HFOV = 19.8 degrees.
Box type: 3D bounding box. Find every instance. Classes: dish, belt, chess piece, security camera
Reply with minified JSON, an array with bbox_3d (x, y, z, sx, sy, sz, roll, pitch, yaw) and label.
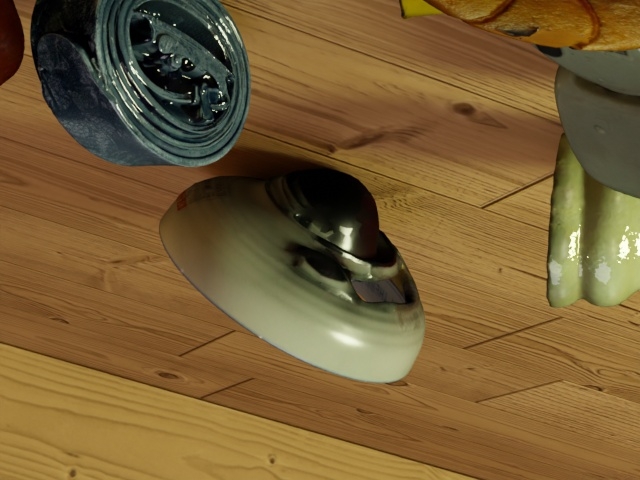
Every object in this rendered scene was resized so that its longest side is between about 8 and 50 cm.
[{"bbox_3d":[0.000,0.000,1.705,0.273,0.134,0.273,29,-161,-11],"label":"dish"},{"bbox_3d":[-0.130,-0.131,1.356,0.082,0.141,0.190,-1,156,35],"label":"belt"},{"bbox_3d":[0.313,-0.007,1.465,0.251,0.144,0.144,4,162,11],"label":"chess piece"},{"bbox_3d":[0.216,-0.126,1.243,0.157,0.080,0.301,19,158,33],"label":"security camera"}]

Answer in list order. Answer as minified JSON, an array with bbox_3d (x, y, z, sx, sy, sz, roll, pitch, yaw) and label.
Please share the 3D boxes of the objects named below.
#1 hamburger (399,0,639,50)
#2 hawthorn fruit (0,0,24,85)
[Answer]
[{"bbox_3d":[0.132,-0.194,0.958,0.243,0.138,0.261,7,163,11],"label":"hamburger"},{"bbox_3d":[-0.294,-0.161,1.396,0.133,0.132,0.138,7,161,17],"label":"hawthorn fruit"}]
